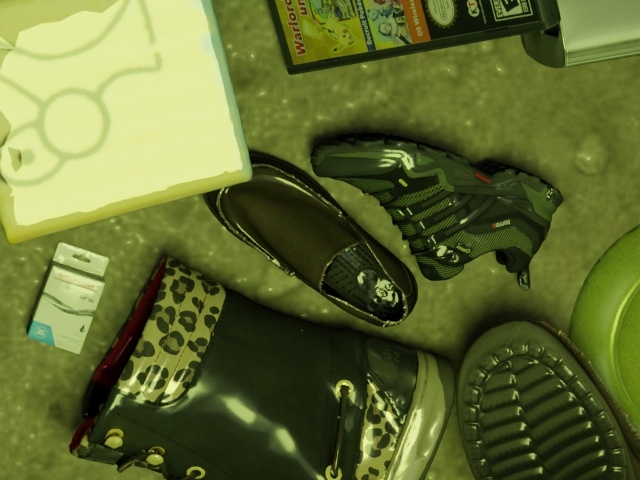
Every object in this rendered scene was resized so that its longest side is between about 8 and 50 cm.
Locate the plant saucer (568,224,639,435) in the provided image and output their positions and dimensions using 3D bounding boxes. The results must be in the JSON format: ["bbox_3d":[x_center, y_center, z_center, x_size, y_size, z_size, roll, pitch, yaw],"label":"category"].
[{"bbox_3d":[0.345,0.091,1.684,0.241,0.037,0.241,-2,101,-9],"label":"plant saucer"}]

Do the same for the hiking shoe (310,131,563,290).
[{"bbox_3d":[0.094,-0.023,1.593,0.227,0.086,0.114,14,95,-13],"label":"hiking shoe"}]

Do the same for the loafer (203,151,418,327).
[{"bbox_3d":[0.000,0.000,1.585,0.220,0.078,0.080,33,94,-14],"label":"loafer"}]

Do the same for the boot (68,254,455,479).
[{"bbox_3d":[-0.080,0.219,1.583,0.284,0.138,0.377,26,92,-14],"label":"boot"}]

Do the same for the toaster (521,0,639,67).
[{"bbox_3d":[0.225,-0.226,1.538,0.110,0.168,0.185,-12,102,-4],"label":"toaster"}]

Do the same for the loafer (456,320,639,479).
[{"bbox_3d":[0.230,0.213,1.645,0.134,0.130,0.366,-23,112,18],"label":"loafer"}]

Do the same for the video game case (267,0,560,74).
[{"bbox_3d":[0.046,-0.284,1.485,0.248,0.035,0.275,-7,106,33],"label":"video game case"}]

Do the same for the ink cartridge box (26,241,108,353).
[{"bbox_3d":[-0.214,0.049,1.583,0.048,0.028,0.083,19,97,-13],"label":"ink cartridge box"}]

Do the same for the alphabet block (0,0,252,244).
[{"bbox_3d":[-0.178,-0.124,1.473,0.197,0.193,0.192,-14,101,-7],"label":"alphabet block"}]
